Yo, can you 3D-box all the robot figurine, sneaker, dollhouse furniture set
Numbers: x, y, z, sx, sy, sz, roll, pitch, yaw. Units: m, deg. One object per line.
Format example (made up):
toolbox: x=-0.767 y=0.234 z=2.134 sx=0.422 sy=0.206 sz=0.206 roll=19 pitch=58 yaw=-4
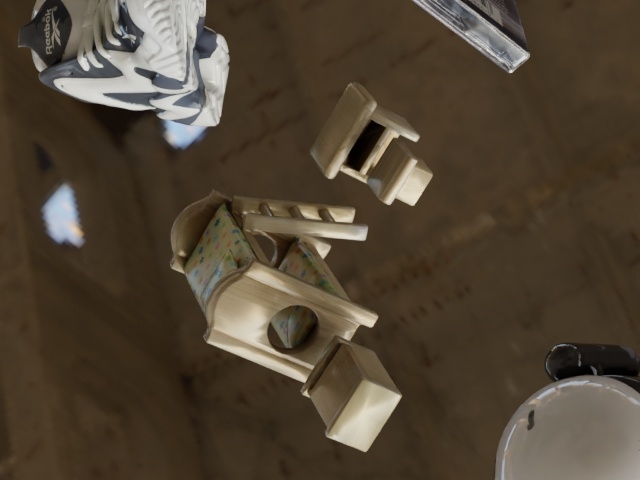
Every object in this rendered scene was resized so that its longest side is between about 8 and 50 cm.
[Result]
robot figurine: x=0.266 y=0.197 z=1.486 sx=0.209 sy=0.278 sz=0.173 roll=30 pitch=-74 yaw=46
sneaker: x=-0.160 y=-0.157 z=1.341 sx=0.153 sy=0.235 sz=0.094 roll=5 pitch=-102 yaw=9
dollhouse furniture set: x=0.000 y=0.000 z=1.078 sx=0.161 sy=0.101 sz=0.182 roll=-59 pitch=-153 yaw=13

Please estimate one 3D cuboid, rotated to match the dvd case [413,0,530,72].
dvd case: x=0.016 y=-0.184 z=0.811 sx=0.018 sy=0.164 sz=0.221 roll=-41 pitch=-147 yaw=27
